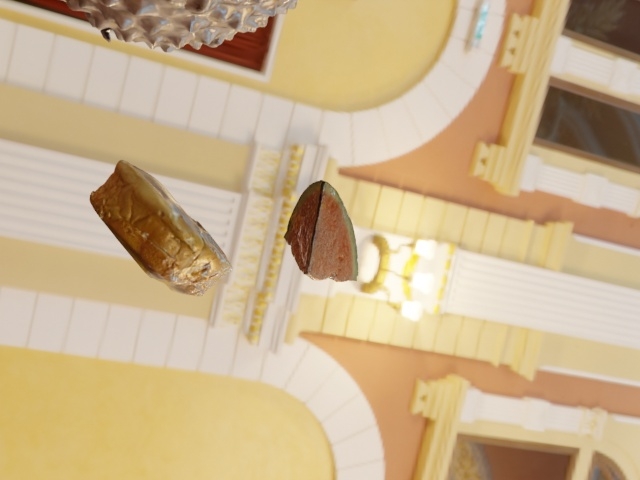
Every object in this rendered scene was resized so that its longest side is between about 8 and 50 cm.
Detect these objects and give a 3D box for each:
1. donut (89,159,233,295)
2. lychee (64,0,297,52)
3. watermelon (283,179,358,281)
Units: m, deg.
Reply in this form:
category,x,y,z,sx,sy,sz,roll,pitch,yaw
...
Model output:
category,x,y,z,sx,sy,sz,roll,pitch,yaw
donut,-0.334,-0.010,1.764,0.160,0.330,0.330,-50,-161,-9
lychee,-0.107,-0.286,0.595,0.300,0.300,0.300,-168,-90,-69
watermelon,0.016,-0.010,1.627,0.202,0.136,0.207,-109,-159,-48
